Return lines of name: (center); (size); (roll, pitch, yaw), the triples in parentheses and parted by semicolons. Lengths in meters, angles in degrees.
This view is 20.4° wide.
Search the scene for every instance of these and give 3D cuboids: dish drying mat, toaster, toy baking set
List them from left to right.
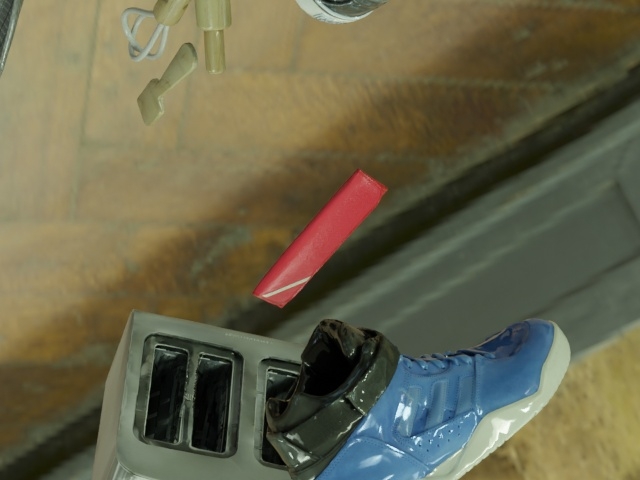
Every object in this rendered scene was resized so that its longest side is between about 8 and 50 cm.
toy baking set: (-0.130, -0.219, 1.547); (0.030, 0.197, 0.256); (-14, 108, -27)
toaster: (-0.062, 0.142, 1.141); (0.168, 0.185, 0.110); (12, 131, -9)
dish drying mat: (0.000, 0.000, 0.906); (0.083, 0.008, 0.032); (-48, 146, 8)

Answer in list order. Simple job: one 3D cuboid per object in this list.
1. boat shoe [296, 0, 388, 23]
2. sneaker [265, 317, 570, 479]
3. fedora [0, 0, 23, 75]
boat shoe: (0.003, -0.327, 1.418); (0.108, 0.102, 0.301); (-10, 89, -29)
sneaker: (0.041, 0.059, 0.776); (0.152, 0.058, 0.084); (-38, 102, -26)
fedora: (-0.259, -0.158, 1.001); (0.124, 0.275, 0.244); (25, 146, -29)
